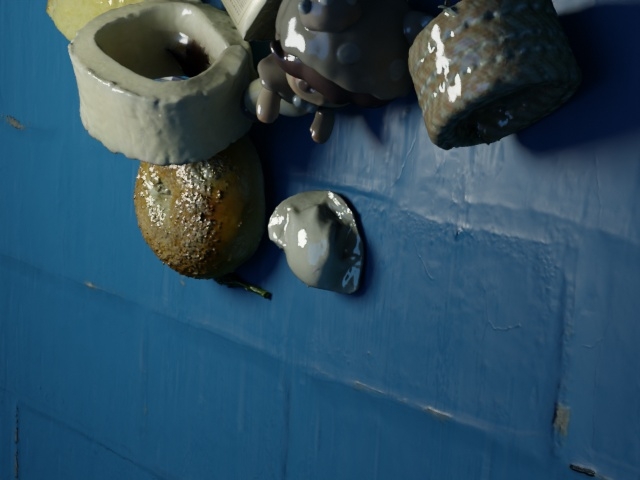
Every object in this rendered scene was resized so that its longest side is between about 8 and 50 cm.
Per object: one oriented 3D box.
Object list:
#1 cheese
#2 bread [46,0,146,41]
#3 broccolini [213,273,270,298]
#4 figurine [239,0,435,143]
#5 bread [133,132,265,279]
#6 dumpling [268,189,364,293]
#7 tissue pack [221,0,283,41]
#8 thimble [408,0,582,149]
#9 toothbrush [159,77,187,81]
[{"bbox_3d":[-0.255,-0.274,1.870,0.332,0.292,0.153,43,146,37],"label":"cheese"},{"bbox_3d":[-0.350,-0.517,2.025,0.236,0.165,0.375,41,125,8],"label":"bread"},{"bbox_3d":[-0.143,0.085,2.006,0.140,0.030,0.035,22,119,39],"label":"broccolini"},{"bbox_3d":[0.012,-0.274,1.672,0.381,0.248,0.203,-28,50,57],"label":"figurine"},{"bbox_3d":[-0.227,-0.080,1.975,0.306,0.159,0.305,6,98,47],"label":"bread"},{"bbox_3d":[0.000,-0.001,1.801,0.150,0.092,0.176,-57,49,18],"label":"dumpling"},{"bbox_3d":[-0.102,-0.466,1.822,0.159,0.125,0.234,-49,61,40],"label":"tissue pack"},{"bbox_3d":[0.224,-0.226,1.456,0.229,0.196,0.148,121,136,-71],"label":"thimble"},{"bbox_3d":[-0.263,-0.301,2.091,0.288,0.024,0.026,24,98,44],"label":"toothbrush"}]
